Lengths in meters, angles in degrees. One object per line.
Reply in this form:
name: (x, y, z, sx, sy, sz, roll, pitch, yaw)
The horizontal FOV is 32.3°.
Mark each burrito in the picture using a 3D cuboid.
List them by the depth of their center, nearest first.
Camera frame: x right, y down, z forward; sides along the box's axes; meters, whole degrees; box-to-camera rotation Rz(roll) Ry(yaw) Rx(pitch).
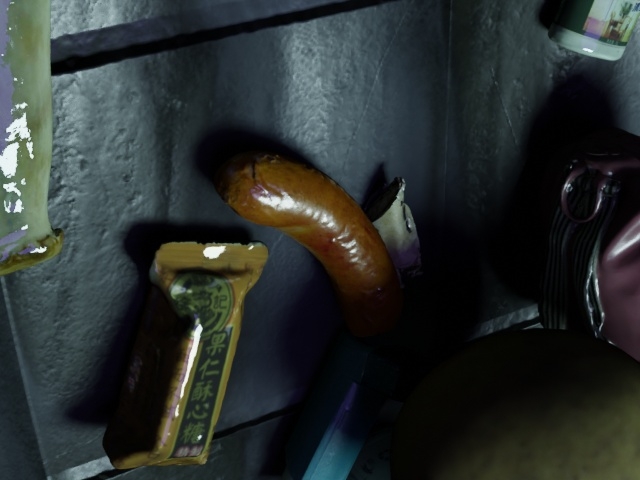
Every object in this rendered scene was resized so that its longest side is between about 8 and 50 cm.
burrito: (0.083, -0.006, 1.257, 0.055, 0.041, 0.149, -21, 132, -2)

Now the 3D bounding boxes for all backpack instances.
backpack: (0.362, 0.026, 1.300, 0.197, 0.283, 0.317, -28, 120, -15)

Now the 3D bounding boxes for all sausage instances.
sausage: (0.003, -0.004, 1.185, 0.103, 0.076, 0.302, -46, 130, -4)

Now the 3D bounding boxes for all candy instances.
candy: (-0.146, 0.120, 1.166, 0.143, 0.101, 0.271, 5, 110, -43)

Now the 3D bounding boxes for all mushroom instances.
mushroom: (-0.279, -0.119, 0.941, 0.107, 0.087, 0.333, -12, 121, -30)

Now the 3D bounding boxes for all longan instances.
longan: (0.236, 0.240, 1.192, 0.319, 0.319, 0.319, -15, 126, -23)

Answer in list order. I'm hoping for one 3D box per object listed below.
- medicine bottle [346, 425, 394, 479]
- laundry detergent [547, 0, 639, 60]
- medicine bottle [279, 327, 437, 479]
medicine bottle: (0.144, 0.410, 1.397, 0.245, 0.290, 0.245, -15, 125, -23)
laundry detergent: (0.328, -0.311, 1.195, 0.099, 0.070, 0.225, 9, 113, -26)
medicine bottle: (0.033, 0.218, 1.319, 0.079, 0.124, 0.258, 6, 118, -46)
